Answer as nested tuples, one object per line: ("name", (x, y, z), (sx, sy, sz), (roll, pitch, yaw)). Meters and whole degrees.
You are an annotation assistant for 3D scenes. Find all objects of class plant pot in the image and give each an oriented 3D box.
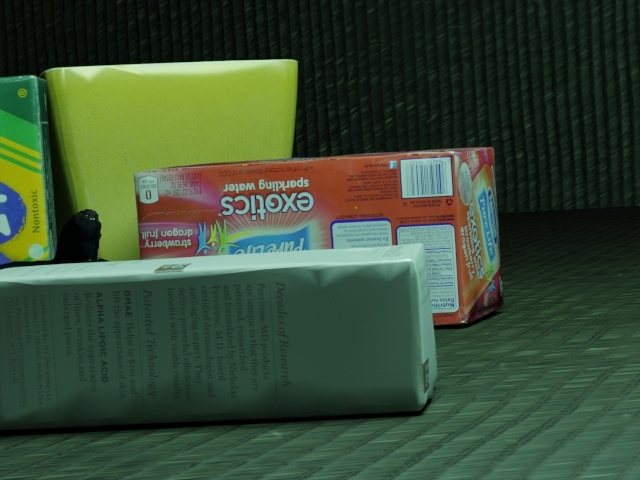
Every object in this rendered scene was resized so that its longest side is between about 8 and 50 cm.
("plant pot", (-0.139, -0.037, 1.687), (0.212, 0.187, 0.212), (-5, -6, -20))

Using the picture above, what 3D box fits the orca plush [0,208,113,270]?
("orca plush", (-0.170, 0.030, 1.383), (0.151, 0.102, 0.287), (-6, 4, -32))

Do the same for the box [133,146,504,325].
("box", (0.000, 0.000, 1.507), (0.256, 0.128, 0.122), (-3, 3, 19))

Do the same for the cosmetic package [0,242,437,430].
("cosmetic package", (-0.057, 0.049, 1.058), (0.231, 0.086, 0.117), (-5, 3, 6))

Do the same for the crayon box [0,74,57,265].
("crayon box", (-0.366, -0.013, 1.527), (0.322, 0.203, 0.083), (-4, 3, -2))
